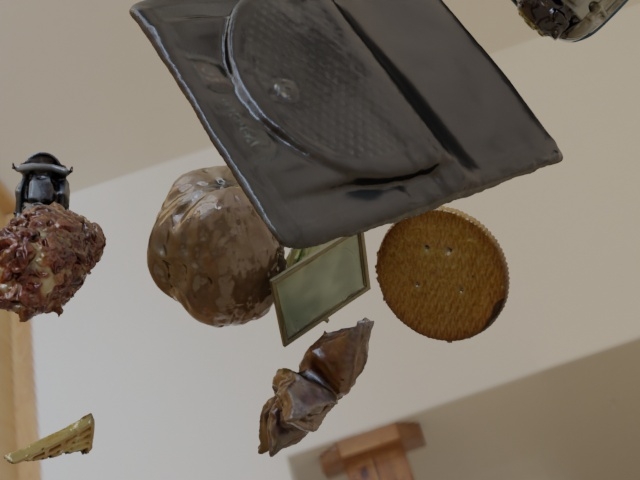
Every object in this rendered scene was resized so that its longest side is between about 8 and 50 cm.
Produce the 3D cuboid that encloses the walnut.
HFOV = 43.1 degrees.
[{"bbox_3d":[-0.170,0.012,1.361,0.227,0.273,0.273,-36,115,-42],"label":"walnut"}]

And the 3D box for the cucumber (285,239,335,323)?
[{"bbox_3d":[-0.003,-0.001,1.670,0.105,0.145,0.325,26,-82,52],"label":"cucumber"}]

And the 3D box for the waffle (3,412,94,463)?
[{"bbox_3d":[-0.426,0.335,1.281,0.023,0.152,0.097,43,-47,24],"label":"waffle"}]

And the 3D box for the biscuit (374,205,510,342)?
[{"bbox_3d":[0.258,0.071,1.736,0.038,0.305,0.305,-28,101,-58],"label":"biscuit"}]

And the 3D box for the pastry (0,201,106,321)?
[{"bbox_3d":[-0.317,0.020,0.943,0.115,0.097,0.208,40,8,-5],"label":"pastry"}]

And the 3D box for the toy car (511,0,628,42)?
[{"bbox_3d":[0.270,-0.399,1.023,0.314,0.198,0.166,43,17,6],"label":"toy car"}]

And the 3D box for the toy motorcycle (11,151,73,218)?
[{"bbox_3d":[-0.503,-0.065,1.459,0.270,0.106,0.159,-124,-141,-64],"label":"toy motorcycle"}]

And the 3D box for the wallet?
[{"bbox_3d":[0.033,-0.128,0.649,0.247,0.323,0.041,57,-42,17],"label":"wallet"}]

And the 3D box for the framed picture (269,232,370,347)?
[{"bbox_3d":[0.004,0.074,1.346,0.010,0.201,0.136,28,-42,42],"label":"framed picture"}]

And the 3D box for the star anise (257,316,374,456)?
[{"bbox_3d":[-0.017,0.229,1.272,0.109,0.292,0.349,49,3,7],"label":"star anise"}]
